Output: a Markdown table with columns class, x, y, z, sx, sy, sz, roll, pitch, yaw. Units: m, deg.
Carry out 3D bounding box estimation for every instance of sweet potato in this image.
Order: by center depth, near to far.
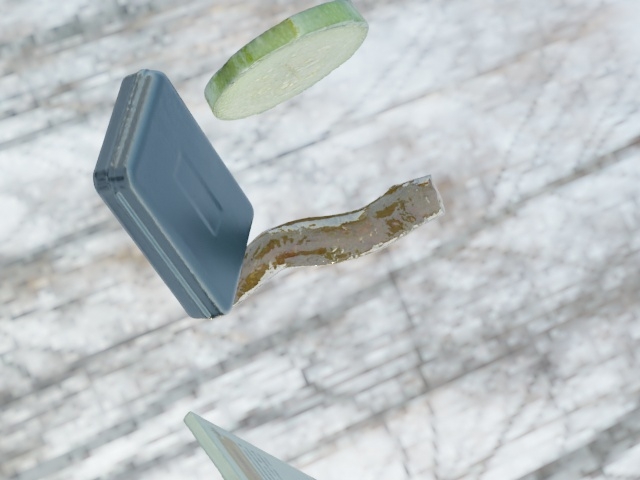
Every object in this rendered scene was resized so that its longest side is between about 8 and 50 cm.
| class | x | y | z | sx | sy | sz | roll | pitch | yaw |
| --- | --- | --- | --- | --- | --- | --- | --- | --- | --- |
| sweet potato | 0.000 | 0.000 | 2.125 | 0.059 | 0.281 | 0.067 | -97 | 165 | -51 |

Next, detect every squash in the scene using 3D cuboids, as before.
| class | x | y | z | sx | sy | sz | roll | pitch | yaw |
| --- | --- | --- | --- | --- | --- | --- | --- | --- | --- |
| squash | -0.043 | -0.213 | 2.346 | 0.041 | 0.219 | 0.219 | 56 | -27 | 10 |

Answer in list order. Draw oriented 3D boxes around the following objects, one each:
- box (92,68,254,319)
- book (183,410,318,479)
| class | x | y | z | sx | sy | sz | roll | pitch | yaw |
| --- | --- | --- | --- | --- | --- | --- | --- | --- | --- |
| box | -0.143 | -0.042 | 1.942 | 0.050 | 0.160 | 0.230 | -9 | -43 | 24 |
| book | -0.003 | 0.292 | 2.043 | 0.295 | 0.020 | 0.208 | 34 | 9 | -43 |
